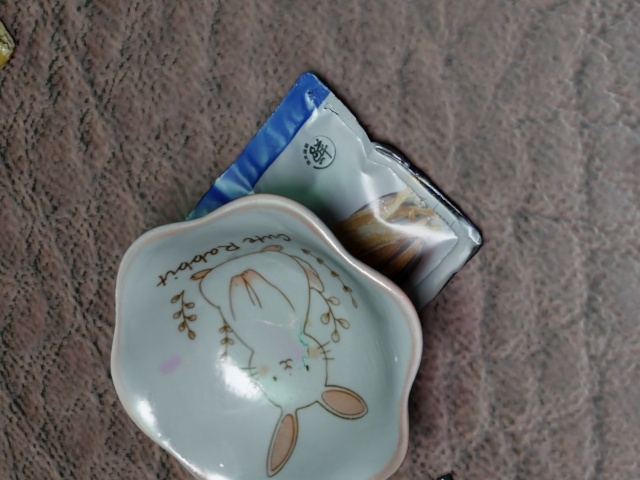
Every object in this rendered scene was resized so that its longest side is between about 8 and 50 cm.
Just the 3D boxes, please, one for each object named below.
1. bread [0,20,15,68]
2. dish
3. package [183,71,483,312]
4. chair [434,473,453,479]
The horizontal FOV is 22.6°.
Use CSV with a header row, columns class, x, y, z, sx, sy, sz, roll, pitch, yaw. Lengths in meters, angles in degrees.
class,x,y,z,sx,sy,sz,roll,pitch,yaw
bread,-0.321,-0.162,1.222,0.136,0.054,0.154,-40,78,28
dish,-0.029,0.065,1.081,0.229,0.081,0.229,7,111,18
package,0.000,0.000,1.111,0.173,0.027,0.171,43,113,8
chair,0.069,0.313,1.074,0.155,0.141,0.260,-31,82,27
